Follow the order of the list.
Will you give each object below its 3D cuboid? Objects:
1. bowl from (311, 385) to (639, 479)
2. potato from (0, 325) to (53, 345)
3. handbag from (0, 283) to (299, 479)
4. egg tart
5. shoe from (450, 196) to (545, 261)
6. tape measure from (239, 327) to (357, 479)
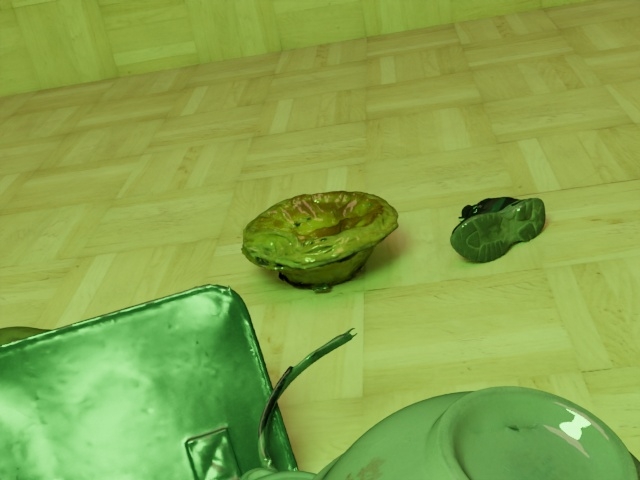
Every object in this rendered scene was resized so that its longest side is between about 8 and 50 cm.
[{"bbox_3d":[0.141,0.212,0.671,0.346,0.157,0.345,5,33,-3],"label":"bowl"},{"bbox_3d":[-0.314,0.172,1.035,0.262,0.165,0.165,-7,26,6],"label":"potato"},{"bbox_3d":[-0.201,0.190,0.904,0.326,0.089,0.238,-16,70,-14],"label":"handbag"},{"bbox_3d":[0.000,0.000,1.337,0.241,0.106,0.241,-8,22,4],"label":"egg tart"},{"bbox_3d":[0.243,-0.025,1.337,0.169,0.071,0.099,-20,24,-27],"label":"shoe"},{"bbox_3d":[0.000,0.224,0.842,0.164,0.084,0.330,25,40,9],"label":"tape measure"}]
